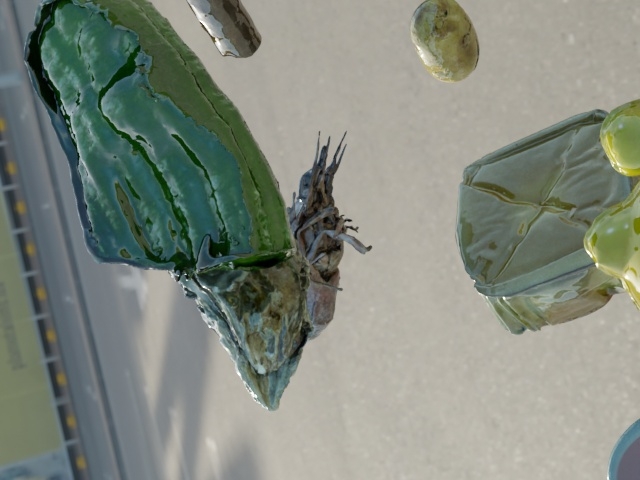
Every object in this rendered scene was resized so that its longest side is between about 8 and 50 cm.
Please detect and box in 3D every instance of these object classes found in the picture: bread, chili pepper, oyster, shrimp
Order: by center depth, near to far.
[{"bbox_3d":[0.251,-0.015,1.216,0.110,0.210,0.192,33,-138,-41],"label":"bread"},{"bbox_3d":[-0.168,-0.103,1.236,0.213,0.167,0.385,-48,65,36],"label":"chili pepper"},{"bbox_3d":[-0.098,0.030,1.314,0.158,0.162,0.351,61,-173,-57],"label":"oyster"},{"bbox_3d":[-0.007,-0.002,1.718,0.145,0.116,0.343,49,132,53],"label":"shrimp"}]

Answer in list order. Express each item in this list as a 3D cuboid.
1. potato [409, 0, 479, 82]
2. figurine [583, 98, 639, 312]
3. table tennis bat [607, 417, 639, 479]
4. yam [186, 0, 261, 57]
[{"bbox_3d":[0.207,-0.332,1.926,0.080,0.107,0.170,57,177,42],"label":"potato"},{"bbox_3d":[0.407,-0.033,0.983,0.324,0.340,0.231,51,-170,-12],"label":"figurine"},{"bbox_3d":[0.382,0.194,1.140,0.040,0.153,0.244,-77,13,-64],"label":"table tennis bat"},{"bbox_3d":[-0.115,-0.243,0.800,0.045,0.045,0.327,62,-179,38],"label":"yam"}]
